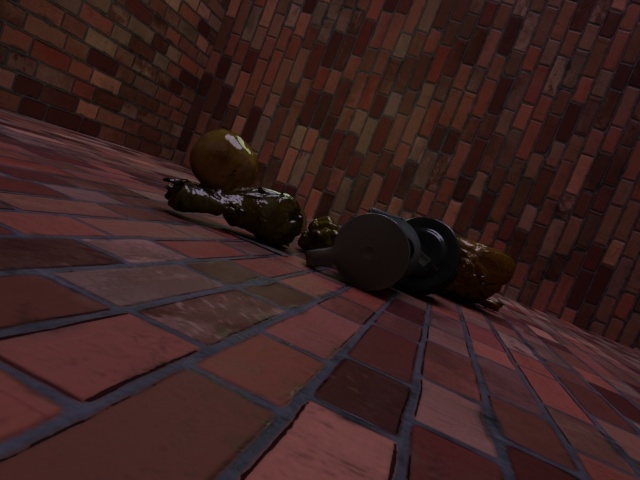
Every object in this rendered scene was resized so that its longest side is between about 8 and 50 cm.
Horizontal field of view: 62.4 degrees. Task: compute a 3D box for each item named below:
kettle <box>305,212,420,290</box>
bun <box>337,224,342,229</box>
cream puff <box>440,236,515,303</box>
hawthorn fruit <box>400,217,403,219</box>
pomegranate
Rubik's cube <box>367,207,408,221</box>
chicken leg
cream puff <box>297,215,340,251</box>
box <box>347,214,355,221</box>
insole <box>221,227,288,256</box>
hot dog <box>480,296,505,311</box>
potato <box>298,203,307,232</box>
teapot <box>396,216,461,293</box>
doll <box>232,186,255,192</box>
[{"bbox_3d":[0.134,0.019,1.446,0.265,0.205,0.318,25,8,12],"label":"kettle"},{"bbox_3d":[0.040,-0.041,2.499,0.141,0.083,0.141,12,1,0],"label":"bun"},{"bbox_3d":[0.564,0.123,2.025,0.343,0.231,0.327,17,-5,45],"label":"cream puff"},{"bbox_3d":[0.275,0.019,1.938,0.197,0.225,0.196,5,23,-2],"label":"hawthorn fruit"},{"bbox_3d":[-0.460,-0.357,2.500,0.333,0.332,0.332,21,4,-2],"label":"pomegranate"},{"bbox_3d":[0.311,0.015,2.190,0.231,0.221,0.225,25,6,39],"label":"Rubik's cube"},{"bbox_3d":[-0.224,-0.083,1.428,0.429,0.152,0.201,12,-8,-33],"label":"chicken leg"},{"bbox_3d":[0.000,0.000,1.631,0.116,0.146,0.146,-23,24,-20],"label":"cream puff"},{"bbox_3d":[0.109,-0.018,2.053,0.071,0.159,0.240,29,4,3],"label":"box"},{"bbox_3d":[-0.173,0.005,1.395,0.197,0.004,0.065,22,4,11],"label":"insole"},{"bbox_3d":[0.661,0.243,2.176,0.188,0.055,0.072,23,8,18],"label":"hot dog"},{"bbox_3d":[-0.130,-0.112,2.339,0.202,0.117,0.182,18,3,-31],"label":"potato"},{"bbox_3d":[0.303,0.089,1.716,0.239,0.322,0.239,46,21,-61],"label":"teapot"},{"bbox_3d":[-0.260,-0.118,1.870,0.154,0.119,0.278,20,14,-4],"label":"doll"}]
